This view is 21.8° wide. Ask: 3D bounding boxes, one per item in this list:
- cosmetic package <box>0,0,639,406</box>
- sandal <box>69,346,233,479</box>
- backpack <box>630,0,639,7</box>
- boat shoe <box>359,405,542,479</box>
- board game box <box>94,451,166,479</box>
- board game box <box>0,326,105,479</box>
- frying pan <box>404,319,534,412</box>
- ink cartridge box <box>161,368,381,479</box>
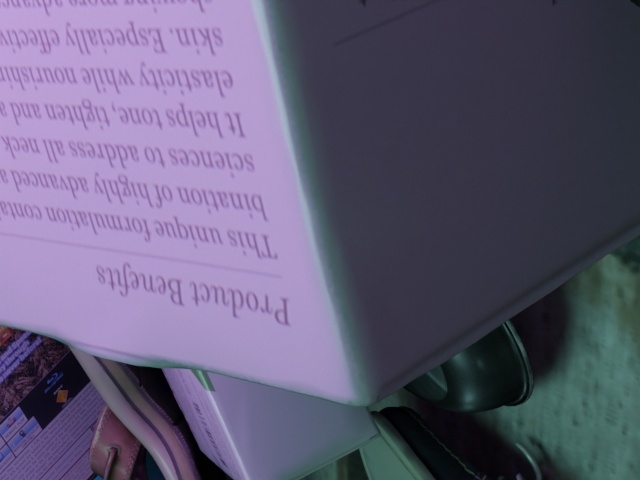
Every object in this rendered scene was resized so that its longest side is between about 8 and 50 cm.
[{"bbox_3d":[-0.029,-0.184,0.768,0.329,0.327,0.393,8,119,45],"label":"cosmetic package"},{"bbox_3d":[-0.136,0.126,1.219,0.086,0.120,0.302,-22,110,17],"label":"sandal"},{"bbox_3d":[0.289,-0.080,0.586,0.276,0.213,0.263,-35,79,58],"label":"backpack"},{"bbox_3d":[0.121,0.196,1.046,0.254,0.079,0.095,47,156,28],"label":"boat shoe"},{"bbox_3d":[-0.104,0.281,1.375,0.210,0.047,0.160,30,133,32],"label":"board game box"},{"bbox_3d":[-0.275,0.071,1.219,0.141,0.232,0.291,16,142,41],"label":"board game box"},{"bbox_3d":[0.002,-0.010,1.022,0.326,0.053,0.197,43,163,15],"label":"frying pan"},{"bbox_3d":[-0.056,0.067,1.086,0.154,0.093,0.212,65,167,-6],"label":"ink cartridge box"}]
